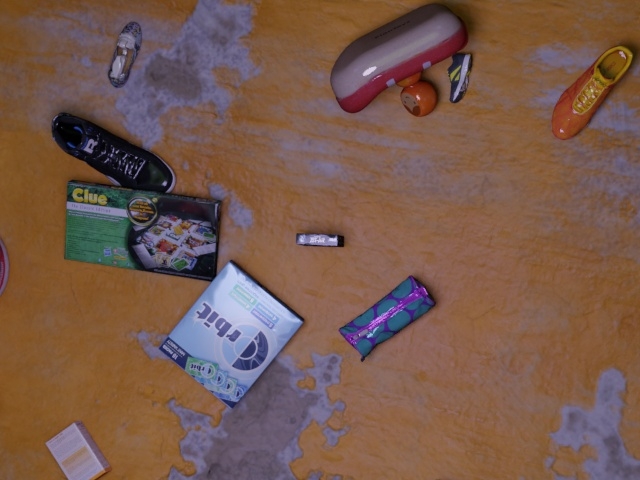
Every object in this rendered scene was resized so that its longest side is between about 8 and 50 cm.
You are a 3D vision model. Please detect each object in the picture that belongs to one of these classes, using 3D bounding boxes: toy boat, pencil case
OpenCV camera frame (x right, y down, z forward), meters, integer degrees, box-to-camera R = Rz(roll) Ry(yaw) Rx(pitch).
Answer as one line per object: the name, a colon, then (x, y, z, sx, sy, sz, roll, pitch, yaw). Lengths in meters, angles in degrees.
toy boat: (0.134, -0.263, 1.779, 0.231, 0.151, 0.151, -26, 112, 6)
pencil case: (0.106, 0.121, 1.781, 0.151, 0.070, 0.064, -38, 82, 4)

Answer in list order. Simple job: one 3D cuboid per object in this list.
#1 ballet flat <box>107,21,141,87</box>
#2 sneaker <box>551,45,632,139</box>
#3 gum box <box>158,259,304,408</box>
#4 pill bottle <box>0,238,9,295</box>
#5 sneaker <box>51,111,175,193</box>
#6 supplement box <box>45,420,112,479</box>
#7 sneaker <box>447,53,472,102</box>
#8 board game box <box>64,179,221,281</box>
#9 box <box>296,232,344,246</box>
ballet flat: (-0.329, -0.313, 1.886, 0.041, 0.041, 0.114, 16, 89, 9)
sneaker: (0.418, -0.235, 1.755, 0.064, 0.067, 0.175, 35, 94, 7)
gum box: (-0.144, 0.151, 1.821, 0.157, 0.041, 0.184, 40, 94, 0)
pill bottle: (-0.633, 0.041, 1.771, 0.176, 0.318, 0.176, 0, 88, 8)
sneaker: (-0.348, -0.136, 1.838, 0.217, 0.121, 0.079, 28, 92, 9)
supplement box: (-0.400, 0.356, 1.861, 0.062, 0.036, 0.098, -35, 83, 6)
sneaker: (0.219, -0.261, 1.808, 0.035, 0.031, 0.083, 15, 85, 23)
board game box: (-0.294, -0.017, 1.852, 0.259, 0.030, 0.136, 9, 108, 9)
box: (0.000, 0.000, 1.796, 0.067, 0.083, 0.018, 2, 88, 9)
